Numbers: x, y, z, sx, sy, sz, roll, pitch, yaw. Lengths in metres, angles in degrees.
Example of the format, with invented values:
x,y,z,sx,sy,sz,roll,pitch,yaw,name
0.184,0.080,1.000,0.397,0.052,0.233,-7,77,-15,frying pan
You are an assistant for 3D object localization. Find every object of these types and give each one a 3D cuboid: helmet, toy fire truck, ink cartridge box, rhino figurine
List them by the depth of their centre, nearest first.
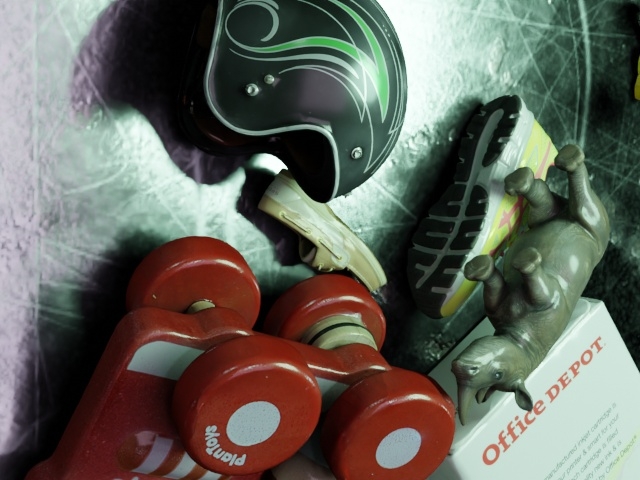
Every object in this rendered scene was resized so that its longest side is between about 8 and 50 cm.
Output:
x,y,z,sx,sy,sz,roll,pitch,yaw,name
-0.014,-0.117,0.909,0.161,0.169,0.169,12,90,-15,helmet
-0.057,0.158,0.938,0.302,0.169,0.254,18,113,-33,toy fire truck
0.167,0.046,0.995,0.106,0.073,0.243,51,58,-40,rhino figurine
0.209,0.210,1.114,0.201,0.117,0.278,-42,115,-21,ink cartridge box

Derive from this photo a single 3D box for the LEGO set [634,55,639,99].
x,y,z,sx,sy,sz,roll,pitch,yaw,name
0.359,-0.197,1.171,0.227,0.087,0.093,-38,129,-22,LEGO set

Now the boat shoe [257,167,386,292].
x,y,z,sx,sy,sz,roll,pitch,yaw,name
0.000,0.000,1.003,0.045,0.050,0.135,-47,113,-8,boat shoe

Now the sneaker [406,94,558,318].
x,y,z,sx,sy,sz,roll,pitch,yaw,name
0.152,-0.018,1.073,0.094,0.081,0.209,35,78,-33,sneaker
